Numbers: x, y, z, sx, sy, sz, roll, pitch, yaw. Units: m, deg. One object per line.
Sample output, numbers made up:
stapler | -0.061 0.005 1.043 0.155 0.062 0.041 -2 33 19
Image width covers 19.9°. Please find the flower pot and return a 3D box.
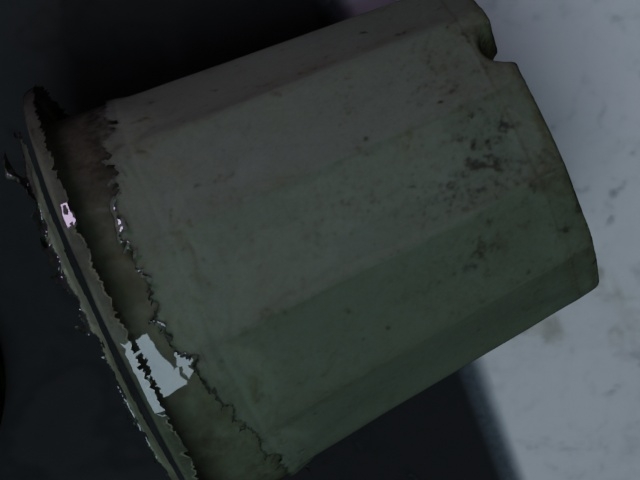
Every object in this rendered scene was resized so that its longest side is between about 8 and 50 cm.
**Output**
flower pot | 0.000 0.000 0.998 0.259 0.290 0.290 -25 119 -2

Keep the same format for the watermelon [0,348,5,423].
watermelon | -0.265 0.068 1.141 0.119 0.063 0.245 -10 122 20
